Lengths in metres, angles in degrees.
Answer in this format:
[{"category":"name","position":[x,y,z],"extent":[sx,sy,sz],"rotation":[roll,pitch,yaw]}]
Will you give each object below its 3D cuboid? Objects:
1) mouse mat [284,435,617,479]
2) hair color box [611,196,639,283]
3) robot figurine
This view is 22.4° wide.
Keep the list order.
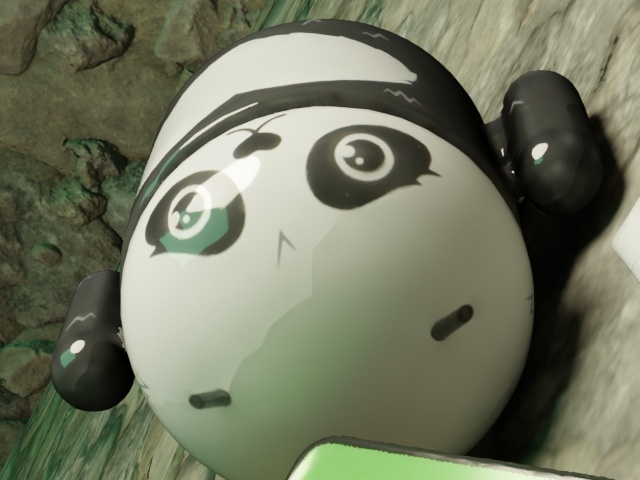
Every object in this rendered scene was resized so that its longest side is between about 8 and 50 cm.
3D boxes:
[{"category":"mouse mat","position":[0.024,0.132,0.487],"extent":[0.190,0.007,0.152],"rotation":[2,56,49]},{"category":"hair color box","position":[0.128,0.003,0.438],"extent":[0.072,0.043,0.141],"rotation":[-61,12,15]},{"category":"robot figurine","position":[0.001,-0.003,0.711],"extent":[0.209,0.174,0.278],"rotation":[-63,10,18]}]
